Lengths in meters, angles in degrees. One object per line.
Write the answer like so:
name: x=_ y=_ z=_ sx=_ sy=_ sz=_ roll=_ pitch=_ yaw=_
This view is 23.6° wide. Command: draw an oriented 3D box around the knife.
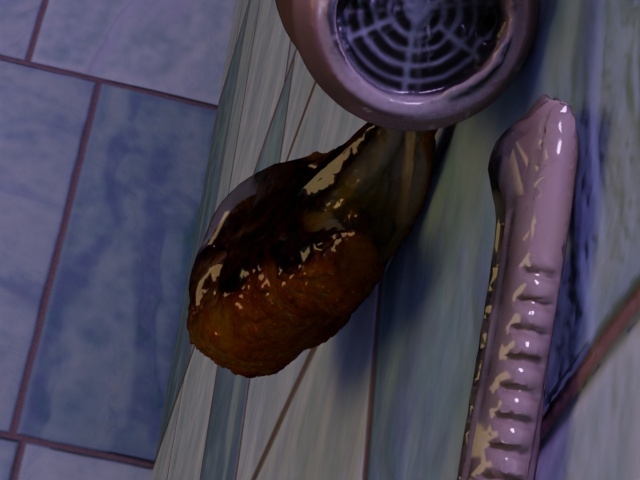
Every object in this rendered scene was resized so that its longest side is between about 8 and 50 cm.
knife: x=0.042 y=0.119 z=0.499 sx=0.089 sy=0.043 sz=0.365 roll=133 pitch=150 yaw=-72

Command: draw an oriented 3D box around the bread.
bread: x=-0.005 y=0.008 z=0.846 sx=0.269 sy=0.095 sz=0.139 roll=-25 pitch=38 yaw=62

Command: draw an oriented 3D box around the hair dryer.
hair dryer: x=0.074 y=-0.225 z=0.668 sx=0.189 sy=0.107 sz=0.344 roll=-106 pitch=36 yaw=-73
